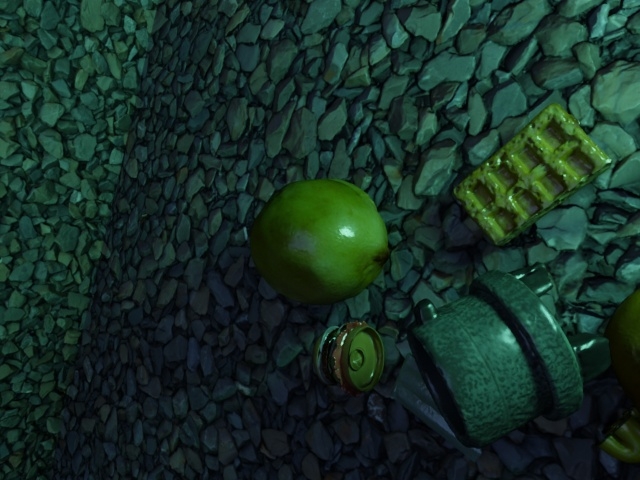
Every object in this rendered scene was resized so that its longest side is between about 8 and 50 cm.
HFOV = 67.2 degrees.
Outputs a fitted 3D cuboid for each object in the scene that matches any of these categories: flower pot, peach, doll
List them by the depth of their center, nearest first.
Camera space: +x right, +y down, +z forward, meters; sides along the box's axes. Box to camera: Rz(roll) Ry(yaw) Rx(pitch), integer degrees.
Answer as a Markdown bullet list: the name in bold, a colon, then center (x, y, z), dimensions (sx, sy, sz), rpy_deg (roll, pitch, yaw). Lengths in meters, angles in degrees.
- **peach**: center (0.596, 0.181, 0.769), dimensions (0.250, 0.153, 0.252), rpy_deg (-3, 84, 31)
- **doll**: center (0.567, 0.383, 0.777), dimensions (0.221, 0.135, 0.143), rpy_deg (45, 119, 34)
- **flower pot**: center (0.325, 0.194, 0.889), dimensions (0.282, 0.299, 0.299), rpy_deg (-25, 67, -2)
- **peach**: center (-0.008, 0.001, 1.149), dimensions (0.315, 0.281, 0.314), rpy_deg (45, 104, 23)

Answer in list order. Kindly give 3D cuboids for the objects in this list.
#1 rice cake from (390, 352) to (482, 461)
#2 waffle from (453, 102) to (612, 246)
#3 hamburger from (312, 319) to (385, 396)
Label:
- **rice cake**: center (0.265, 0.355, 1.052), dimensions (0.237, 0.043, 0.127), rpy_deg (30, 100, 34)
- **waffle**: center (0.425, -0.129, 0.988), dimensions (0.274, 0.057, 0.168), rpy_deg (-43, 61, 24)
- **hamburger**: center (0.058, 0.273, 1.141), dimensions (0.136, 0.175, 0.176), rpy_deg (-5, 81, 42)
